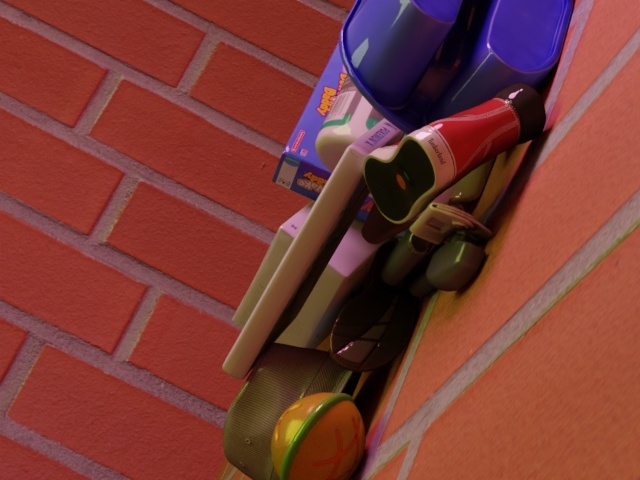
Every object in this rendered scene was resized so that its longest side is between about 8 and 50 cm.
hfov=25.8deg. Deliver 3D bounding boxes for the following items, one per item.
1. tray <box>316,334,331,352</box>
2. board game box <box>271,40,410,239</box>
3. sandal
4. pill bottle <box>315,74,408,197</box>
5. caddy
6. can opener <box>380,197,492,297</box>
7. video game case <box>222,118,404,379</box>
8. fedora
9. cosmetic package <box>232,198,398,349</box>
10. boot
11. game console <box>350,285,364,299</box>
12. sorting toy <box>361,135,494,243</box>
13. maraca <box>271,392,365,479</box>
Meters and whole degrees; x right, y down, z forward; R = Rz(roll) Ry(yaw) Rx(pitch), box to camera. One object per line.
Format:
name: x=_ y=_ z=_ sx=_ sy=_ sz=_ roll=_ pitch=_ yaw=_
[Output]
tray: x=-0.032 y=0.207 z=2.573 sx=0.203 sy=0.076 sz=0.411 roll=-64 pitch=2 yaw=-11
board game box: x=0.094 y=-0.187 z=2.244 sx=0.078 sy=0.233 sz=0.347 roll=114 pitch=180 yaw=-51
sandal: x=0.072 y=0.087 z=1.714 sx=0.219 sy=0.090 sz=0.060 roll=-67 pitch=-4 yaw=-45
pill bottle: x=0.153 y=-0.246 z=2.059 sx=0.361 sy=0.204 sz=0.204 roll=-64 pitch=3 yaw=-16
caddy: x=0.159 y=-0.249 z=1.695 sx=0.179 sy=0.241 sz=0.341 roll=-54 pitch=8 yaw=41
can opener: x=0.121 y=0.020 z=1.569 sx=0.093 sy=0.074 sz=0.280 roll=-65 pitch=3 yaw=-14
video game case: x=0.000 y=0.000 z=1.805 sx=0.329 sy=0.036 sz=0.300 roll=-60 pitch=-4 yaw=17
fedora: x=-0.042 y=0.217 z=1.775 sx=0.244 sy=0.124 sz=0.275 roll=-57 pitch=-11 yaw=-39
cosmetic package: x=0.004 y=0.044 z=2.238 sx=0.224 sy=0.138 sz=0.225 roll=-41 pitch=-17 yaw=-49
boot: x=0.152 y=-0.100 z=1.542 sx=0.176 sy=0.088 sz=0.244 roll=-28 pitch=0 yaw=-18
game console: x=0.004 y=0.225 z=2.084 sx=0.213 sy=0.044 sz=0.361 roll=-60 pitch=4 yaw=46
sorting toy: x=0.156 y=-0.091 z=1.799 sx=0.208 sy=0.038 sz=0.193 roll=-23 pitch=35 yaw=49
maraca: x=0.003 y=0.233 z=1.582 sx=0.127 sy=0.099 sz=0.186 roll=-53 pitch=-23 yaw=-7
